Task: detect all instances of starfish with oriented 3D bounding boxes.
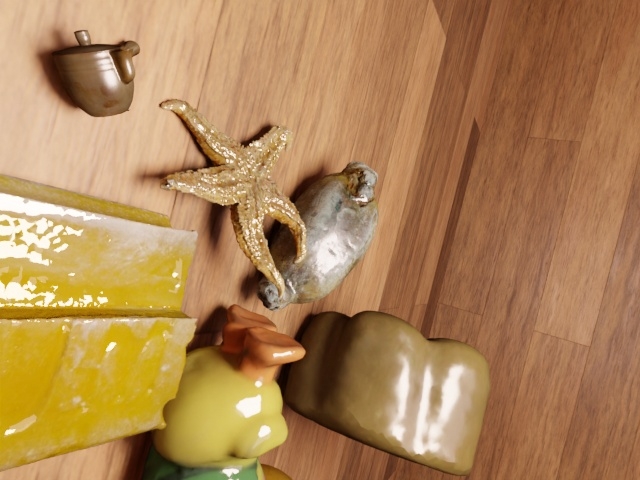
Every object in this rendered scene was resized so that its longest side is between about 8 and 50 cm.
[{"bbox_3d":[-0.121,-0.078,0.620,0.302,0.060,0.299,27,59,-47],"label":"starfish"}]

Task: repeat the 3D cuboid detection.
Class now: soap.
[{"bbox_3d":[-0.270,0.075,0.394,0.281,0.143,0.259,14,88,-56],"label":"soap"}]

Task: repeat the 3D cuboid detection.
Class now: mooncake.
[{"bbox_3d":[0.157,0.351,0.968,0.467,0.467,0.262,54,49,-55],"label":"mooncake"}]

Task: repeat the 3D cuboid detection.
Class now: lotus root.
[{"bbox_3d":[0.000,0.001,0.805,0.349,0.175,0.175,-53,145,-23],"label":"lotus root"}]

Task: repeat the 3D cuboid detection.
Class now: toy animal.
[{"bbox_3d":[-0.165,0.279,0.621,0.191,0.216,0.338,20,89,-34],"label":"toy animal"}]

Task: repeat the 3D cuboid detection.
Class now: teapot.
[{"bbox_3d":[-0.216,-0.182,0.432,0.110,0.085,0.080,-70,160,-55],"label":"teapot"}]

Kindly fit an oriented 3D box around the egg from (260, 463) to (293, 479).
[{"bbox_3d":[-0.137,0.554,0.699,0.322,0.250,0.250,-70,161,-63],"label":"egg"}]
